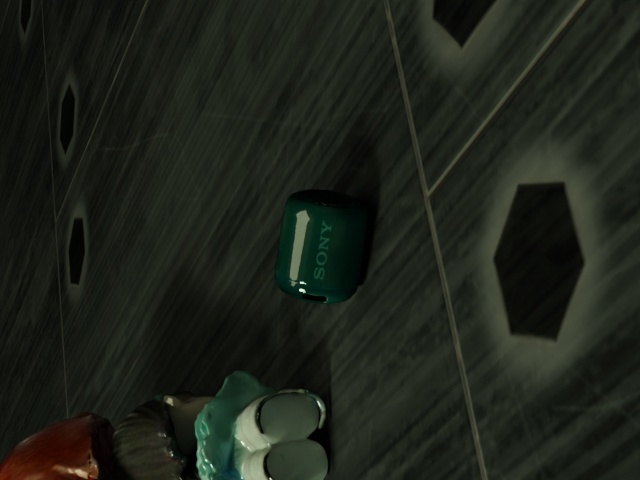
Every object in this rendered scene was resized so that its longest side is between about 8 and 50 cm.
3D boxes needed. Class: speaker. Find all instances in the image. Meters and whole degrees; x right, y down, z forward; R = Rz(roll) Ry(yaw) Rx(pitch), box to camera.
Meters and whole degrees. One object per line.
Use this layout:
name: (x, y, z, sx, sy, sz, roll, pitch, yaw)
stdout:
speaker: (-0.005, -0.001, 1.020, 0.094, 0.060, 0.075, -146, 63, -65)

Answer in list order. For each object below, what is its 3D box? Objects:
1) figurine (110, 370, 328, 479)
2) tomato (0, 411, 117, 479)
figurine: (-0.081, 0.178, 1.127, 0.245, 0.110, 0.138, -24, 74, 57)
tomato: (-0.223, 0.303, 1.231, 0.290, 0.176, 0.335, 81, 173, -56)
